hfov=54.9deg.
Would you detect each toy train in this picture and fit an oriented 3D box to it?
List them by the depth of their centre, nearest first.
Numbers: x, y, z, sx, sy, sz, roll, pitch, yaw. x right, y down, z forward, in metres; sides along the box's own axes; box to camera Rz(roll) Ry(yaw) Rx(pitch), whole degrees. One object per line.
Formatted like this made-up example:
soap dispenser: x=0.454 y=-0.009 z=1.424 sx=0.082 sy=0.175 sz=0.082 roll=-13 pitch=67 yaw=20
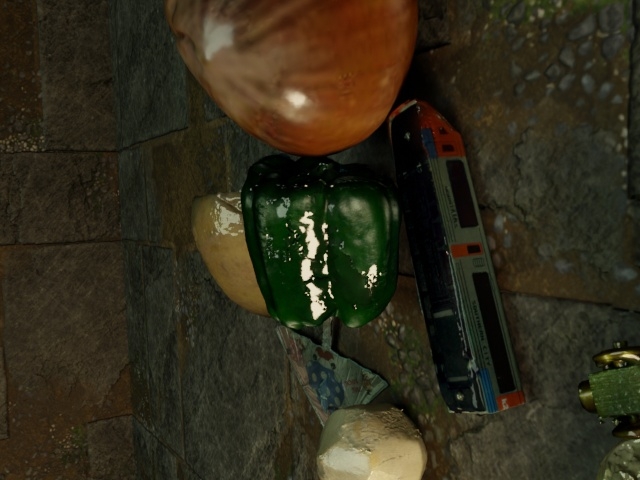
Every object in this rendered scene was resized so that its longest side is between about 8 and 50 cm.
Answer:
toy train: x=0.339 y=0.118 z=0.518 sx=0.225 sy=0.137 sz=0.090 roll=-29 pitch=62 yaw=51
toy train: x=0.172 y=0.015 z=0.807 sx=0.086 sy=0.089 sz=0.410 roll=149 pitch=113 yaw=-63

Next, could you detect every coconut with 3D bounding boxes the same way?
coconut: x=0.070 y=0.330 z=0.936 sx=0.161 sy=0.162 sz=0.161 roll=13 pitch=105 yaw=57

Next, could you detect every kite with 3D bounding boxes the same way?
kite: x=0.008 y=0.220 z=1.137 sx=0.335 sy=0.011 sz=0.314 roll=17 pitch=113 yaw=49

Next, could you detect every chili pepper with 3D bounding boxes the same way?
chili pepper: x=0.000 y=0.000 z=0.922 sx=0.248 sy=0.233 sz=0.257 roll=-111 pitch=20 yaw=-76

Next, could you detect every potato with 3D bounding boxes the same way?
potato: x=-0.123 y=0.036 z=1.176 sx=0.211 sy=0.189 sz=0.264 roll=3 pitch=96 yaw=57

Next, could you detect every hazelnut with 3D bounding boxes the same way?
hazelnut: x=-0.034 y=-0.294 z=0.856 sx=0.315 sy=0.372 sz=0.372 roll=-57 pitch=48 yaw=42

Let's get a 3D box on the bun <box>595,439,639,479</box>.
bun: x=0.341 y=0.288 z=0.550 sx=0.237 sy=0.116 sz=0.210 roll=54 pitch=137 yaw=36
